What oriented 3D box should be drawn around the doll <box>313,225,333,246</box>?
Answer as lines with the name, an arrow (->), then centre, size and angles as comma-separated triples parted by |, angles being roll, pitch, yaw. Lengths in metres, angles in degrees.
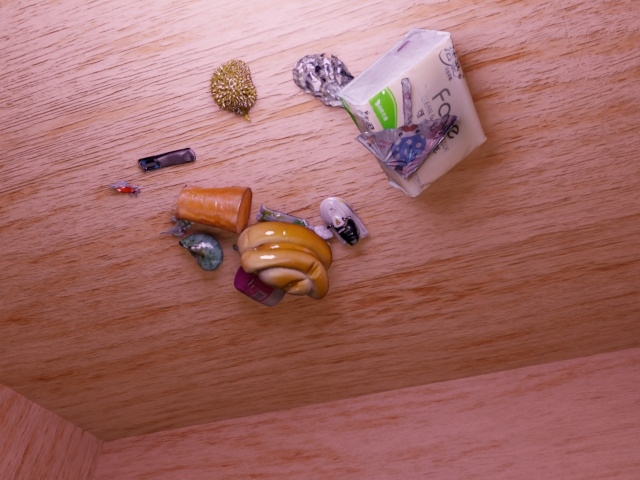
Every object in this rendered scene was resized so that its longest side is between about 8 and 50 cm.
doll -> 0.000, 0.000, 1.806 | 0.106, 0.062, 0.162 | 21, 134, 0

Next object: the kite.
kite -> 0.258, -0.319, 1.206 | 0.336, 0.011, 0.314 | -16, 128, -10

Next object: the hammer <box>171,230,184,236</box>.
hammer -> -0.602, -0.052, 1.742 | 0.053, 0.031, 0.083 | 8, 122, -16

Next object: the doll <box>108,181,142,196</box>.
doll -> -0.750, -0.202, 1.577 | 0.114, 0.039, 0.057 | 16, 164, -35

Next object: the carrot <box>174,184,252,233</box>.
carrot -> -0.412, -0.137, 1.596 | 0.255, 0.195, 0.195 | 11, 133, 0

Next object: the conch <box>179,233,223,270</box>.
conch -> -0.502, 0.048, 1.781 | 0.176, 0.121, 0.188 | 2, 135, 23

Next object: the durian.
durian -> -0.274, -0.462, 1.322 | 0.147, 0.102, 0.208 | -16, 137, 3

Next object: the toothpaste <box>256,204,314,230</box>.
toothpaste -> -0.144, -0.085, 1.731 | 0.248, 0.046, 0.078 | 16, 126, -15

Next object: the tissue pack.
tissue pack -> 0.302, -0.393, 1.310 | 0.332, 0.205, 0.405 | -39, 130, 2

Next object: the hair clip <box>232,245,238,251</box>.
hair clip -> -0.280, 0.046, 1.849 | 0.229, 0.036, 0.066 | 4, 127, -8

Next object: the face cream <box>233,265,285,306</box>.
face cream -> -0.272, 0.192, 1.894 | 0.175, 0.175, 0.195 | -33, 128, 25

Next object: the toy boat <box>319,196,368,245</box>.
toy boat -> 0.094, -0.067, 1.707 | 0.141, 0.140, 0.269 | -24, 145, 18

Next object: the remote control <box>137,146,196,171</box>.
remote control -> -0.563, -0.295, 1.507 | 0.212, 0.028, 0.059 | -11, 132, 7

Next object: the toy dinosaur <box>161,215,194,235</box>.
toy dinosaur -> -0.576, -0.073, 1.696 | 0.209, 0.039, 0.082 | -32, 132, 10

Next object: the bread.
bread -> -0.149, 0.091, 1.692 | 0.329, 0.245, 0.424 | -15, 148, 42

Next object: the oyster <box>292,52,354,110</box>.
oyster -> 0.033, -0.492, 1.328 | 0.200, 0.087, 0.252 | -24, 126, 5
